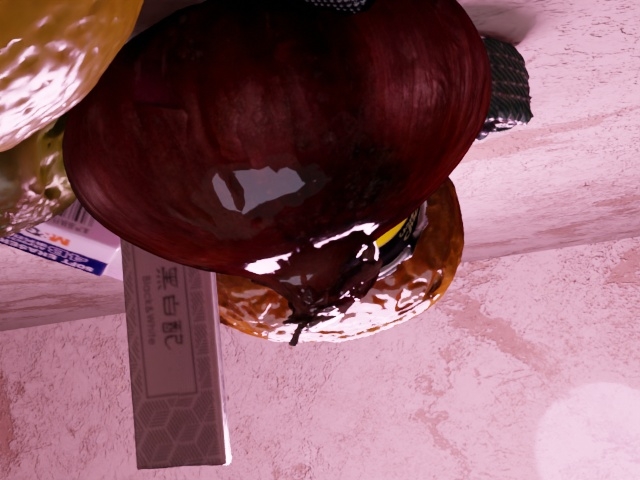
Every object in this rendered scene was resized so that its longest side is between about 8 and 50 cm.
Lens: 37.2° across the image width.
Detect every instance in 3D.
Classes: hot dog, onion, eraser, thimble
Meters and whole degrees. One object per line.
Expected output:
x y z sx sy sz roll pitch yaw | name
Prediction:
0.000 0.000 1.304 0.388 0.266 0.174 -8 161 1 | hot dog
-0.022 -0.061 0.770 0.348 0.285 0.347 -15 -179 0 | onion
-0.330 -0.027 1.222 0.287 0.086 0.130 20 158 -15 | eraser
-0.160 0.038 1.017 0.097 0.403 0.098 -6 170 -3 | eraser
0.144 -0.155 0.993 0.135 0.090 0.118 -2 172 -29 | thimble

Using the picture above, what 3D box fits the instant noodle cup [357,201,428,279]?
0.022 -0.075 1.114 0.216 0.215 0.236 -6 163 3 | instant noodle cup

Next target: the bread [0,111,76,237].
-0.388 -0.086 0.842 0.377 0.208 0.251 -9 174 0 | bread

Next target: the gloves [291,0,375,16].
-0.027 -0.224 0.571 0.181 0.106 0.129 28 158 -12 | gloves

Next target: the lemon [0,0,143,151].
-0.194 -0.153 0.421 0.268 0.267 0.267 -5 170 -1 | lemon
